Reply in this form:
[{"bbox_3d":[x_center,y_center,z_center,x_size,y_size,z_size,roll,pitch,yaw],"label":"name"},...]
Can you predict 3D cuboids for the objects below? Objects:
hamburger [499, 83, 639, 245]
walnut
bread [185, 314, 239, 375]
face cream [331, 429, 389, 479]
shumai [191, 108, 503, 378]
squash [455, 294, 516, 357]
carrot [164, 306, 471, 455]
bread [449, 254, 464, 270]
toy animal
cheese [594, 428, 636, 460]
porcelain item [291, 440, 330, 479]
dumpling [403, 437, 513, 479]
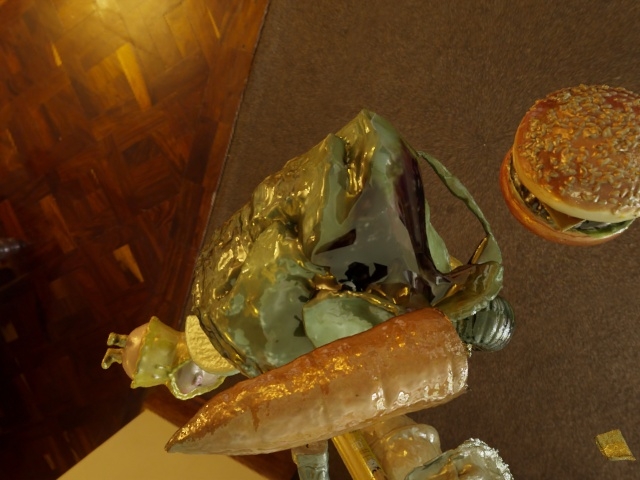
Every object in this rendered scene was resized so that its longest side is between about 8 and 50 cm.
[{"bbox_3d":[0.479,-0.137,0.851,0.291,0.225,0.290,-3,65,6],"label":"hamburger"},{"bbox_3d":[0.295,0.820,1.776,0.382,0.381,0.380,4,102,18],"label":"walnut"},{"bbox_3d":[-0.153,0.176,0.811,0.193,0.036,0.112,-12,62,24],"label":"bread"},{"bbox_3d":[0.126,0.735,1.625,0.105,0.105,0.348,-58,42,19],"label":"face cream"},{"bbox_3d":[0.037,0.004,0.621,0.395,0.395,0.348,34,141,10],"label":"shumai"},{"bbox_3d":[0.384,0.200,1.214,0.218,0.218,0.172,20,99,14],"label":"squash"},{"bbox_3d":[-0.003,0.104,0.326,0.205,0.072,0.072,-13,98,-16],"label":"carrot"},{"bbox_3d":[0.414,0.150,1.564,0.148,0.270,0.270,-43,85,-5],"label":"bread"},{"bbox_3d":[-0.296,0.226,0.924,0.230,0.156,0.156,15,109,-21],"label":"toy animal"},{"bbox_3d":[0.678,0.483,1.087,0.060,0.084,0.041,-22,108,11],"label":"cheese"},{"bbox_3d":[-0.010,0.533,1.035,0.081,0.069,0.215,-6,106,9],"label":"porcelain item"},{"bbox_3d":[0.342,0.541,1.071,0.333,0.086,0.165,14,107,-26],"label":"dumpling"}]
